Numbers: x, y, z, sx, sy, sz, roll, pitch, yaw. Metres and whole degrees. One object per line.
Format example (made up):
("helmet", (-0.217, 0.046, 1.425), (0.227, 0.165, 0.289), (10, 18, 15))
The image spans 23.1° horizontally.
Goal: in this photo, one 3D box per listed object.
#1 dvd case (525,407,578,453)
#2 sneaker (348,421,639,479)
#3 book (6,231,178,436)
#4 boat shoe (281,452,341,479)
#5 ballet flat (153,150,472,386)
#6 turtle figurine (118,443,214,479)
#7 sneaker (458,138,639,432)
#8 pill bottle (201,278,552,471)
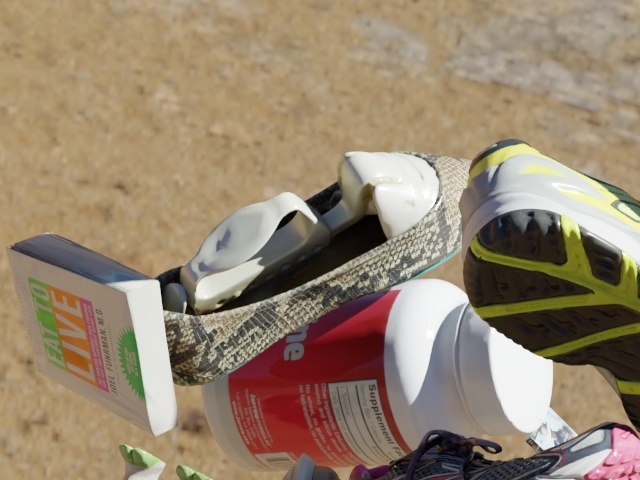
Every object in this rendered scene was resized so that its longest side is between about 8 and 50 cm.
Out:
("dvd case", (0.313, 0.271, 1.984), (0.119, 0.013, 0.087), (44, 32, -4))
("sneaker", (0.124, 0.199, 1.251), (0.121, 0.299, 0.112), (14, 58, -43))
("book", (-0.142, 0.057, 0.988), (0.035, 0.096, 0.144), (-20, 23, -34))
("boat shoe", (-0.001, 0.175, 0.637), (0.079, 0.084, 0.233), (24, 24, -12))
("ballet flat", (0.000, 0.000, 1.824), (0.482, 0.182, 0.164), (-29, 48, -9))
("turtle figurine", (-0.240, 0.363, 1.753), (0.274, 0.266, 0.198), (29, -15, -23))
("sneaker", (0.257, 0.047, 1.192), (0.384, 0.145, 0.147), (38, 30, -31))
("pill bottle", (0.072, 0.170, 1.970), (0.407, 0.229, 0.229), (-8, 23, 31))
